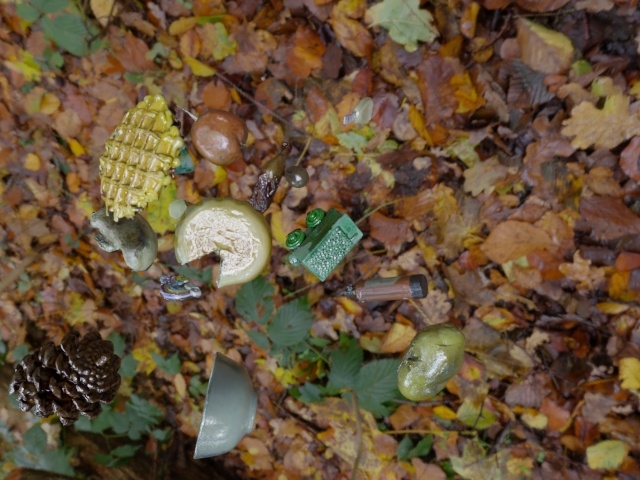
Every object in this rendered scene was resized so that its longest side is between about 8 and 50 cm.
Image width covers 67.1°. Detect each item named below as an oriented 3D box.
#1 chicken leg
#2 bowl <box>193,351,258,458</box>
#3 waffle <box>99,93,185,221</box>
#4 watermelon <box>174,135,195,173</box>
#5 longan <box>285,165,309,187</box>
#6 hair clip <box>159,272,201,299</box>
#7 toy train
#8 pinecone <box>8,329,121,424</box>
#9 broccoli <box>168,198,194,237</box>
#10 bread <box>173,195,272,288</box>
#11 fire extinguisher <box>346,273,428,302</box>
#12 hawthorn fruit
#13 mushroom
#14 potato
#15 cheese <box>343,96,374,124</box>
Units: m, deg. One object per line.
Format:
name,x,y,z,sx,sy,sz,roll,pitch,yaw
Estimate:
chicken leg,-0.195,-0.249,1.960,0.082,0.177,0.323,24,108,9
bowl,-0.260,0.476,1.377,0.146,0.290,0.289,12,141,-9
waffle,-0.591,-0.266,1.561,0.382,0.095,0.380,-36,60,23
watermelon,-0.557,-0.317,1.750,0.128,0.146,0.231,43,155,56
longan,-0.102,-0.272,2.052,0.113,0.113,0.092,37,107,10
hair clip,-0.490,0.165,1.641,0.172,0.116,0.049,26,132,40
toy train,0.000,0.000,1.764,0.145,0.266,0.201,47,170,-37
pinecone,-0.686,0.374,1.304,0.308,0.244,0.244,-15,116,19
broccoli,-0.580,-0.090,2.121,0.251,0.222,0.361,-1,169,23
bread,-0.324,-0.005,1.652,0.333,0.333,0.160,53,177,-10
fire extinguisher,0.125,0.100,0.974,0.177,0.050,0.062,-8,146,28
hawthorn fruit,-0.278,-0.290,1.296,0.189,0.149,0.149,44,143,9
mushroom,-0.845,-0.028,2.095,0.344,0.247,0.130,49,128,19
potato,0.293,0.330,1.309,0.248,0.169,0.144,-65,32,27
cheese,0.128,-0.434,1.663,0.037,0.192,0.097,21,124,23
